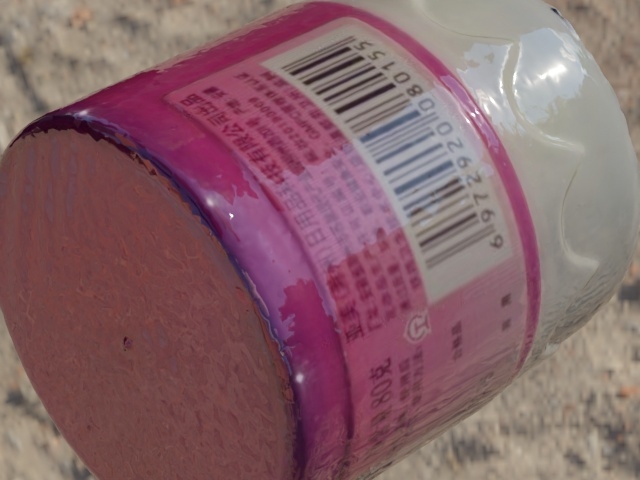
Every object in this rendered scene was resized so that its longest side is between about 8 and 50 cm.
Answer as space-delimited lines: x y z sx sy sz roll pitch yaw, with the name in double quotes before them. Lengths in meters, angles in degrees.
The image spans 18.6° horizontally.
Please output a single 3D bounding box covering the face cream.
"face cream" 0.000 0.000 0.740 0.195 0.175 0.175 -27 49 -36
